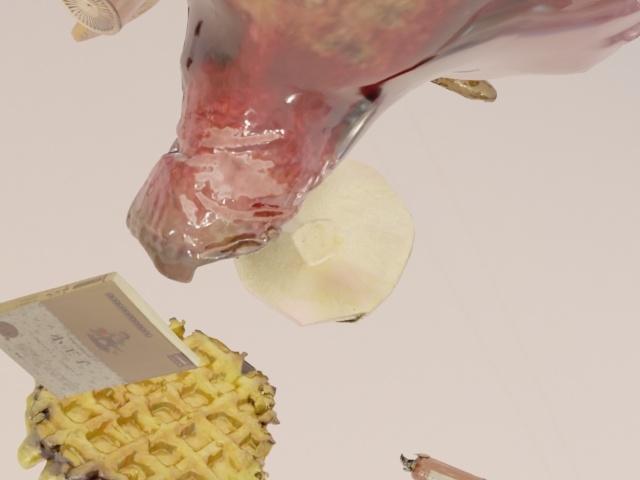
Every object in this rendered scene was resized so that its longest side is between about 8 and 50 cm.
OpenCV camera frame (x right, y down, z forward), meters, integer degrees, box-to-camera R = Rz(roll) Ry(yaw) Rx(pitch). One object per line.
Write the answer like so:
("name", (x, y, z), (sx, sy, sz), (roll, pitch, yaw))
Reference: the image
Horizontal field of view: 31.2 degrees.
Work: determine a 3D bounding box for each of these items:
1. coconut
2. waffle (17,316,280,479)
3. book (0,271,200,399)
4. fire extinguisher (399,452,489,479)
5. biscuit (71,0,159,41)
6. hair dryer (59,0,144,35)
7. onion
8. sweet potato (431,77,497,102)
("coconut", (0.000, 0.000, 2.087), (0.353, 0.352, 0.352), (18, -148, -12))
("waffle", (-0.242, 0.250, 1.664), (0.380, 0.095, 0.382), (16, -142, -11))
("book", (-0.232, 0.097, 1.123), (0.138, 0.199, 0.016), (51, -141, -33))
("fire extinguisher", (0.207, 0.397, 1.931), (0.177, 0.062, 0.050), (23, -111, -7))
("biscuit", (-0.350, -0.420, 2.048), (0.029, 0.221, 0.142), (61, -159, 2))
("hair dryer", (-0.155, -0.337, 1.454), (0.344, 0.106, 0.189), (18, -119, 28))
("onion", (0.020, -0.170, 0.628), (0.398, 0.420, 0.398), (17, 168, 4))
("sweet potato", (0.084, -0.218, 1.389), (0.269, 0.074, 0.074), (14, -148, -6))
